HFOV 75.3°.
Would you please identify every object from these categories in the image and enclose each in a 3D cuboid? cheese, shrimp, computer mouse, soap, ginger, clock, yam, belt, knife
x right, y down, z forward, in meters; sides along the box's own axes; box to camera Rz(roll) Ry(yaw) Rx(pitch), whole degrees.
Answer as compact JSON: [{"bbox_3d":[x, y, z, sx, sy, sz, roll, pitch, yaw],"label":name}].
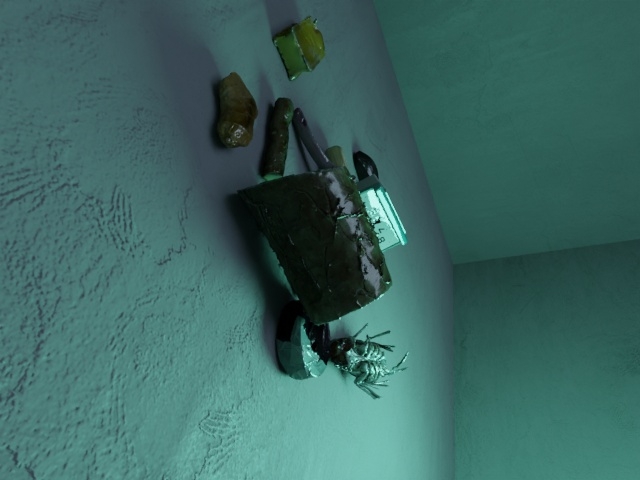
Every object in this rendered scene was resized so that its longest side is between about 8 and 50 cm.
[{"bbox_3d":[0.072,-0.198,1.359,0.137,0.065,0.227,44,29,-72],"label":"cheese"},{"bbox_3d":[0.132,0.352,1.232,0.411,0.166,0.221,28,57,-45],"label":"shrimp"},{"bbox_3d":[0.201,-0.266,1.703,0.122,0.074,0.217,-49,125,-60],"label":"computer mouse"},{"bbox_3d":[-0.056,-0.602,1.287,0.135,0.076,0.233,63,30,-28],"label":"soap"},{"bbox_3d":[-0.182,-0.276,0.896,0.095,0.069,0.190,44,41,-59],"label":"ginger"},{"bbox_3d":[0.118,-0.059,1.278,0.262,0.231,0.116,55,14,-41],"label":"clock"},{"bbox_3d":[-0.107,-0.258,1.062,0.061,0.061,0.252,45,42,-51],"label":"yam"},{"bbox_3d":[-0.037,0.232,0.991,0.151,0.078,0.198,50,36,-46],"label":"belt"},{"bbox_3d":[-0.001,-0.267,1.227,0.053,0.123,0.278,-44,104,-32],"label":"knife"},{"bbox_3d":[0.000,0.000,0.913,0.348,0.241,0.241,64,27,-7],"label":"yam"}]
